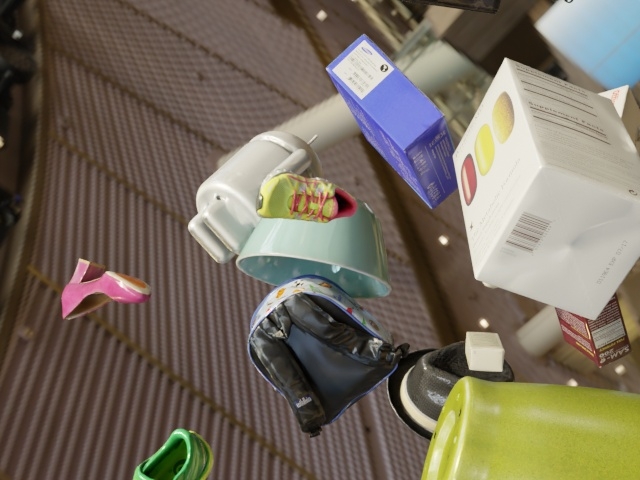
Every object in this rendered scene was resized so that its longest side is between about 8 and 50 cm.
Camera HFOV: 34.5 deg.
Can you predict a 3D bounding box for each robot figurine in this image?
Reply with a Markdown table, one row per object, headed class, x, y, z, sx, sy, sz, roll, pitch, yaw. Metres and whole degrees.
| class | x | y | z | sx | sy | sz | roll | pitch | yaw |
| --- | --- | --- | --- | --- | --- | --- | --- | --- | --- |
| robot figurine | -0.127 | -0.103 | 2.227 | 0.200 | 0.300 | 0.353 | 50 | -127 | -9 |

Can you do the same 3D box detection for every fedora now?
| class | x | y | z | sx | sy | sz | roll | pitch | yaw |
| --- | --- | --- | --- | --- | --- | --- | --- | --- | --- |
| fedora | 0.330 | 0.332 | 2.410 | 0.333 | 0.153 | 0.334 | 9 | -138 | -8 |

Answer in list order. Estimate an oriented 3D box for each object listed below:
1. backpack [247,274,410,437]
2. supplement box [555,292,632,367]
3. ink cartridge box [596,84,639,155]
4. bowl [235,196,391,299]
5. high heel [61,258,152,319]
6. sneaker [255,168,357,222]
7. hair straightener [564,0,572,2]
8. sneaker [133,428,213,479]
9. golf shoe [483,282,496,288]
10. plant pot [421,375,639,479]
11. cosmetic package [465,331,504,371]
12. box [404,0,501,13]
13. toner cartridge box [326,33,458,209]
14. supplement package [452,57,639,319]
| class | x | y | z | sx | sy | sz | roll | pitch | yaw |
| --- | --- | --- | --- | --- | --- | --- | --- | --- | --- |
| backpack | -0.008 | 0.199 | 2.044 | 0.263 | 0.276 | 0.213 | 44 | -171 | -20 |
| supplement box | 0.452 | 0.085 | 1.784 | 0.130 | 0.073 | 0.240 | -133 | 20 | -67 |
| ink cartridge box | 0.436 | -0.172 | 1.754 | 0.086 | 0.203 | 0.148 | 59 | -145 | -23 |
| bowl | 0.000 | 0.000 | 2.039 | 0.311 | 0.311 | 0.163 | 22 | -108 | -39 |
| high heel | -0.383 | 0.109 | 1.820 | 0.244 | 0.117 | 0.082 | 15 | 177 | 44 |
| sneaker | -0.018 | -0.066 | 1.680 | 0.094 | 0.082 | 0.208 | 24 | -160 | 37 |
| hair straightener | 0.391 | -0.461 | 1.917 | 0.230 | 0.047 | 0.089 | 3 | -151 | -30 |
| sneaker | -0.294 | 0.440 | 1.723 | 0.296 | 0.109 | 0.123 | -59 | -32 | -28 |
| golf shoe | 0.358 | 0.065 | 1.923 | 0.069 | 0.176 | 0.086 | 2 | -116 | -22 |
| plant pot | 0.332 | 0.354 | 1.454 | 0.352 | 0.367 | 0.366 | 17 | -152 | 0 |
| cosmetic package | 0.287 | 0.194 | 1.809 | 0.060 | 0.041 | 0.115 | 3 | -171 | 6 |
| box | 0.244 | -0.602 | 1.985 | 0.293 | 0.296 | 0.073 | 1 | -157 | -30 |
| toner cartridge box | 0.119 | -0.162 | 1.508 | 0.165 | 0.075 | 0.348 | 50 | -178 | 16 |
| supplement package | 0.230 | -0.059 | 1.045 | 0.133 | 0.139 | 0.244 | 19 | -149 | -11 |
